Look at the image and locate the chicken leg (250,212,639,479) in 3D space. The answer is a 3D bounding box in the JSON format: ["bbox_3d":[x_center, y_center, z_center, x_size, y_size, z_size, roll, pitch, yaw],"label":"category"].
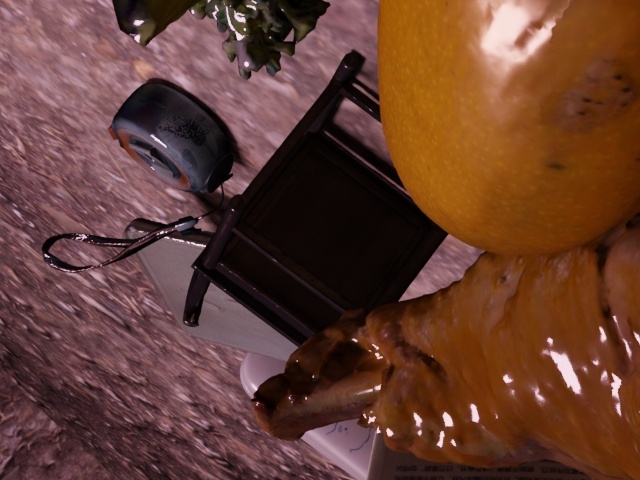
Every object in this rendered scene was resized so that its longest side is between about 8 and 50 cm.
[{"bbox_3d":[0.156,0.087,0.873,0.409,0.182,0.295,-14,150,35],"label":"chicken leg"}]

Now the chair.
[{"bbox_3d":[0.000,0.000,1.094,0.141,0.154,0.260,37,160,1],"label":"chair"}]

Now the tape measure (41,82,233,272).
[{"bbox_3d":[-0.161,-0.042,1.270,0.104,0.180,0.107,42,172,46],"label":"tape measure"}]

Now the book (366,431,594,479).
[{"bbox_3d":[0.115,0.128,0.997,0.162,0.231,0.022,-2,135,15],"label":"book"}]

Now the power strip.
[{"bbox_3d":[-0.057,0.039,1.432,0.213,0.064,0.198,13,152,23],"label":"power strip"}]

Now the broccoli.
[{"bbox_3d":[-0.059,-0.164,0.792,0.154,0.160,0.167,33,143,13],"label":"broccoli"}]

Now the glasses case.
[{"bbox_3d":[0.023,0.175,1.575,0.233,0.092,0.059,39,157,-3],"label":"glasses case"}]

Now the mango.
[{"bbox_3d":[0.095,-0.090,0.671,0.359,0.144,0.187,99,161,-69],"label":"mango"}]
